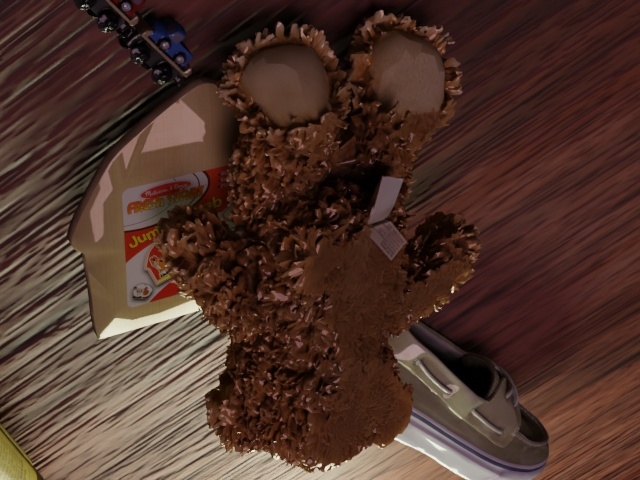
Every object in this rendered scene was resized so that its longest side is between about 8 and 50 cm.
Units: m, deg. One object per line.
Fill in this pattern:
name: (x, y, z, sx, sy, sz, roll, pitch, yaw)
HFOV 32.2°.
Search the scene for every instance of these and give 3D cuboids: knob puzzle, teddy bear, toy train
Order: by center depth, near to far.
toy train: (-0.122, -0.142, 0.640, 0.036, 0.027, 0.158, -41, 139, 4)
knob puzzle: (-0.086, -0.032, 0.775, 0.213, 0.030, 0.213, -19, 134, -21)
teddy bear: (0.000, 0.000, 0.780, 0.245, 0.113, 0.338, -30, 130, -22)

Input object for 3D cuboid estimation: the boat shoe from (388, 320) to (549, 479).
boat shoe: (0.138, 0.156, 1.046, 0.094, 0.109, 0.302, -44, 134, 20)

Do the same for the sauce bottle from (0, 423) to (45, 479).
sauce bottle: (-0.280, 0.203, 0.879, 0.111, 0.111, 0.344, -21, 139, -4)
